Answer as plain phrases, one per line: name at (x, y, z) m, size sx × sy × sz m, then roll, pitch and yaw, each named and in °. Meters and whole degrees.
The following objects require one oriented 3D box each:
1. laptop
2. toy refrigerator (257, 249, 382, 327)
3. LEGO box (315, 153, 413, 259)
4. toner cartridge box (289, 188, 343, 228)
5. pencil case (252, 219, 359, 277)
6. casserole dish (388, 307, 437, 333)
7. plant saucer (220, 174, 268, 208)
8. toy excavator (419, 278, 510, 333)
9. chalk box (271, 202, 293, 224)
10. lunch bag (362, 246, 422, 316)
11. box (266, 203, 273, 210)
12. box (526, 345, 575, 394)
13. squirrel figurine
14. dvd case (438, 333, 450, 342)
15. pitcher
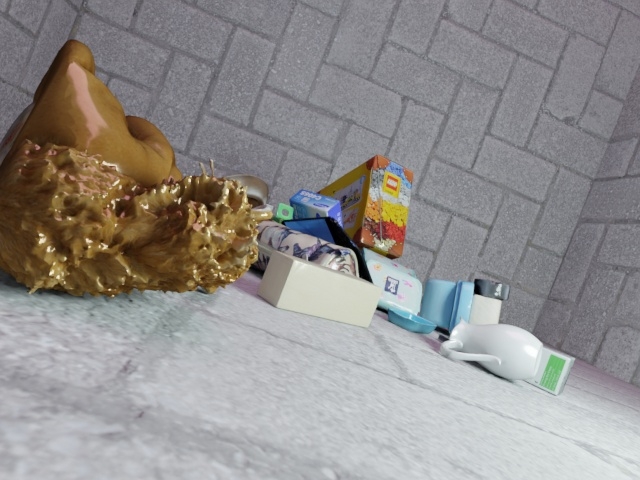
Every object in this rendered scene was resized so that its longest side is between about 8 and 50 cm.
laptop at (0.028, 0.057, 1.302) m, size 0.264 × 0.136 × 0.234 m, roll 54°, pitch -7°, yaw 42°
toy refrigerator at (0.003, 0.110, 0.986) m, size 0.269 × 0.102 × 0.094 m, roll 20°, pitch 2°, yaw -39°
LEGO box at (0.137, -0.081, 1.879) m, size 0.193 × 0.372 × 0.500 m, roll 21°, pitch -22°, yaw -24°
toner cartridge box at (0.000, 0.000, 1.566) m, size 0.165 × 0.075 × 0.348 m, roll 20°, pitch -43°, yaw 32°
pencil case at (-0.094, 0.037, 1.216) m, size 0.410 × 0.160 × 0.183 m, roll 22°, pitch -5°, yaw 36°
casserole dish at (0.269, 0.242, 1.321) m, size 0.114 × 0.037 × 0.188 m, roll 21°, pitch 0°, yaw 39°
plant saucer at (-0.287, -0.077, 1.326) m, size 0.050 × 0.310 × 0.310 m, roll 61°, pitch 17°, yaw 20°
toy excavator at (0.421, 0.219, 1.632) m, size 0.445 × 0.222 × 0.433 m, roll 12°, pitch -3°, yaw 16°
chalk box at (-0.140, -0.013, 1.461) m, size 0.132 × 0.213 × 0.132 m, roll 19°, pitch 4°, yaw -43°
lunch bag at (0.218, 0.157, 1.525) m, size 0.223 × 0.160 × 0.262 m, roll 25°, pitch 18°, yaw -5°
box at (-0.303, -0.078, 1.942) m, size 0.103 × 0.203 × 0.114 m, roll 21°, pitch 3°, yaw 17°
box at (0.596, 0.335, 1.162) m, size 0.087 × 0.101 × 0.102 m, roll 21°, pitch 1°, yaw 38°
squirrel figurine at (-0.240, -0.028, 0.628) m, size 0.370 × 0.281 × 0.397 m, roll 34°, pitch 6°, yaw -41°
dvd case at (0.465, 0.328, 1.264) m, size 0.221 × 0.018 × 0.164 m, roll 21°, pitch 2°, yaw -26°
pitcher at (0.408, 0.266, 1.074) m, size 0.207 × 0.125 × 0.178 m, roll 13°, pitch 21°, yaw 34°
